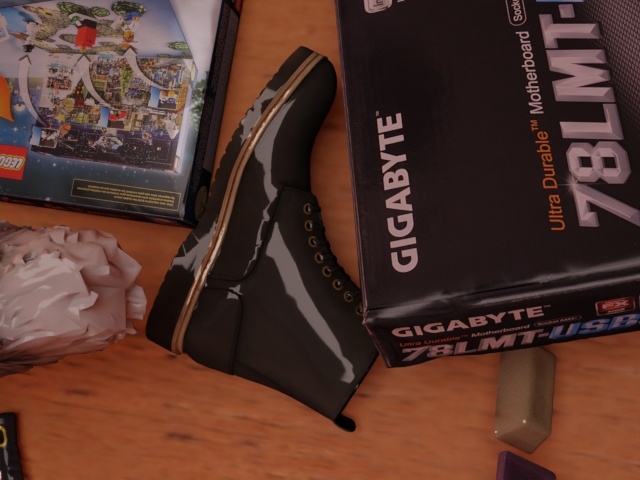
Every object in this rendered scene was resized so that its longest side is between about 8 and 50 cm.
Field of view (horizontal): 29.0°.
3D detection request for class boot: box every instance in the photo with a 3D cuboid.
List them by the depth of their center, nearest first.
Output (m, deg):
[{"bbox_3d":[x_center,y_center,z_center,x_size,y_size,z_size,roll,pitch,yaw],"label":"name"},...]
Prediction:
[{"bbox_3d":[0.000,0.000,0.728,0.137,0.077,0.197,27,101,9],"label":"boot"}]

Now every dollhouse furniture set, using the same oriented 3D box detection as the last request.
[{"bbox_3d":[0.110,0.122,0.716,0.081,0.091,0.114,-24,47,47],"label":"dollhouse furniture set"}]

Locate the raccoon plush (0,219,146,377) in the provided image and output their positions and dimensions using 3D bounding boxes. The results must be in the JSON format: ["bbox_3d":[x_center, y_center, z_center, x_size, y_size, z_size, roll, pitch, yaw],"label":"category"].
[{"bbox_3d":[-0.316,-0.034,0.727,0.447,0.216,0.299,-12,75,7],"label":"raccoon plush"}]

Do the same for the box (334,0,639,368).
[{"bbox_3d":[0.158,-0.096,0.658,0.293,0.073,0.295,-8,59,9],"label":"box"}]

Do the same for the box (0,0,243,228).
[{"bbox_3d":[-0.176,-0.102,0.783,0.233,0.044,0.159,8,84,12],"label":"box"}]

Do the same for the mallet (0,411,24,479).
[{"bbox_3d":[-0.171,0.197,0.748,0.062,0.039,0.189,-8,77,11],"label":"mallet"}]
